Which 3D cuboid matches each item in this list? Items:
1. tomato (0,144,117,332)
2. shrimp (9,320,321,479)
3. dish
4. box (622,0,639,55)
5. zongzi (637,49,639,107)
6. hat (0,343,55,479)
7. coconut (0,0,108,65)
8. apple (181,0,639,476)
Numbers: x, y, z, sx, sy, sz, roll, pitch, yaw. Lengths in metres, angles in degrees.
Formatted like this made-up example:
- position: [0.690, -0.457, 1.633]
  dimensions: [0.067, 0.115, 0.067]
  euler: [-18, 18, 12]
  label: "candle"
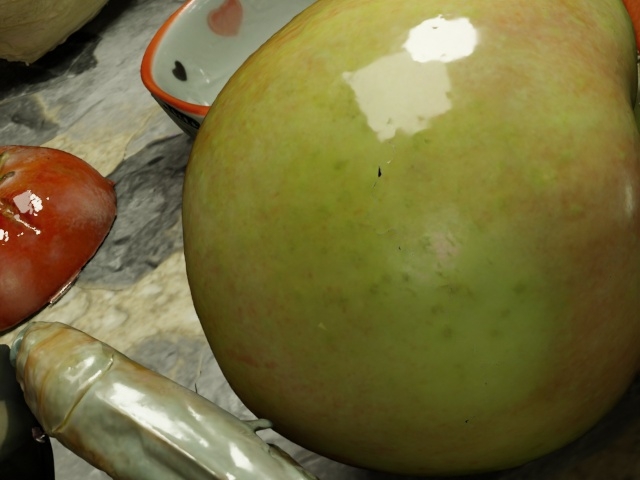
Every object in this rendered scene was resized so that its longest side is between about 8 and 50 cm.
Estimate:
- position: [-0.288, -0.014, 1.640]
  dimensions: [0.225, 0.085, 0.225]
  euler: [-23, 32, 15]
  label: "tomato"
- position: [-0.047, 0.143, 1.139]
  dimensions: [0.360, 0.247, 0.085]
  euler: [29, 88, 41]
  label: "shrimp"
- position: [-0.010, -0.143, 1.553]
  dimensions: [0.256, 0.117, 0.256]
  euler: [-21, 35, 16]
  label: "dish"
- position: [0.363, -0.290, 1.249]
  dimensions: [0.349, 0.256, 0.318]
  euler: [-17, 11, 22]
  label: "box"
- position: [0.169, -0.056, 1.334]
  dimensions: [0.195, 0.099, 0.197]
  euler: [-15, 51, 21]
  label: "zongzi"
- position: [-0.310, 0.265, 1.207]
  dimensions: [0.257, 0.366, 0.381]
  euler: [2, 68, 6]
  label: "hat"
- position: [-0.329, -0.322, 1.879]
  dimensions: [0.254, 0.297, 0.297]
  euler: [-41, 32, 12]
  label: "coconut"
- position: [0.064, -0.014, 1.155]
  dimensions: [0.277, 0.319, 0.319]
  euler: [-7, 40, 12]
  label: "apple"
